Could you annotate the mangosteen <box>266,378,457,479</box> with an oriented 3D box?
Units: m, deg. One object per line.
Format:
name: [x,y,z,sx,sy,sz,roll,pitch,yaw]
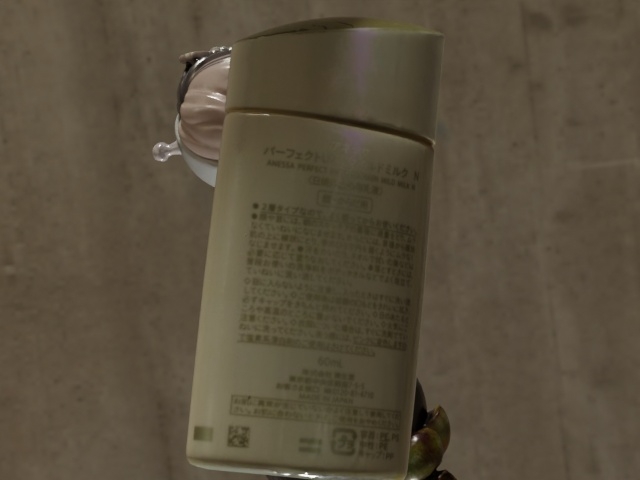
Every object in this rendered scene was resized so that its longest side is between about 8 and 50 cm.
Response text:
mangosteen: [0.045,0.205,1.428,0.194,0.230,0.194,-54,-12,-18]

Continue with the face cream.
face cream: [0.000,0.000,1.028,0.081,0.173,0.349,168,108,-67]

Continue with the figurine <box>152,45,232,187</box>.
figurine: [-0.053,-0.155,2.102,0.211,0.361,0.253,-67,21,16]
